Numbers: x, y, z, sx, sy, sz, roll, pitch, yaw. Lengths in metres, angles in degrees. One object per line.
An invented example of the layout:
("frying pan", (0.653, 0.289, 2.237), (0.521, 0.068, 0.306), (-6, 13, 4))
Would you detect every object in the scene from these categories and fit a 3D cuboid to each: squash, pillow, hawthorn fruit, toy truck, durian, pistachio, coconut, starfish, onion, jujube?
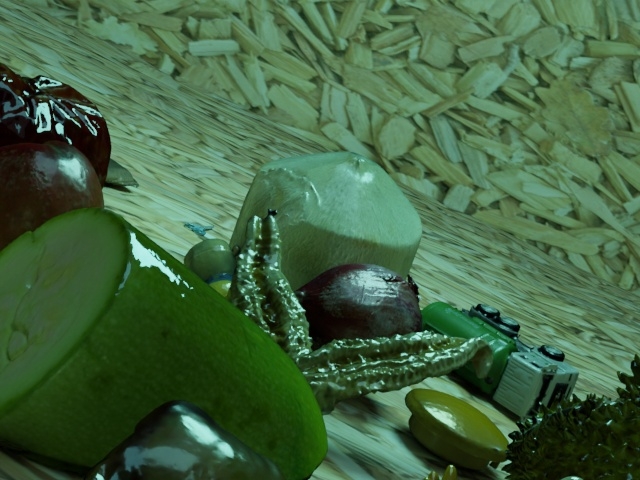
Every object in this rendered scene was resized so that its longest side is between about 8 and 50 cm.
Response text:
("squash", (-0.144, 0.134, 1.286), (0.309, 0.210, 0.234), (47, 6, -34))
("pillow", (-0.373, -0.119, 2.137), (0.135, 0.034, 0.211), (35, 15, 24))
("hawthorn fruit", (-0.308, -0.026, 1.497), (0.172, 0.173, 0.173), (25, 11, -5))
("toy truck", (0.246, 0.169, 2.051), (0.125, 0.101, 0.242), (7, 19, -47))
("durian", (0.323, 0.252, 1.493), (0.258, 0.258, 0.293), (28, -7, 8))
("pistachio", (-0.108, 0.201, 1.044), (0.210, 0.130, 0.165), (11, 59, -54))
("coconut", (0.005, -0.008, 1.886), (0.245, 0.247, 0.245), (18, 19, -7))
("starfish", (-0.050, 0.101, 1.547), (0.432, 0.082, 0.324), (-18, 45, -41))
("onion", (0.025, 0.098, 1.715), (0.194, 0.159, 0.159), (15, 15, -32))
("jujube", (-0.368, -0.103, 1.669), (0.213, 0.213, 0.232), (33, 8, 30))

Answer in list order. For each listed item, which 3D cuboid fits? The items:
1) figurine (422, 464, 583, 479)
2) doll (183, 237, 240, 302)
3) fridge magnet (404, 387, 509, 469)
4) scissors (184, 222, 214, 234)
("figurine", (0.244, 0.303, 1.232), (0.343, 0.187, 0.215), (23, 19, 17))
("doll", (-0.135, 0.047, 1.796), (0.179, 0.102, 0.089), (-129, -164, -73))
("fridge magnet", (0.160, 0.224, 1.685), (0.143, 0.063, 0.143), (26, 12, -6))
("scissors", (-0.181, -0.019, 2.180), (0.036, 0.006, 0.083), (27, 11, 15))
